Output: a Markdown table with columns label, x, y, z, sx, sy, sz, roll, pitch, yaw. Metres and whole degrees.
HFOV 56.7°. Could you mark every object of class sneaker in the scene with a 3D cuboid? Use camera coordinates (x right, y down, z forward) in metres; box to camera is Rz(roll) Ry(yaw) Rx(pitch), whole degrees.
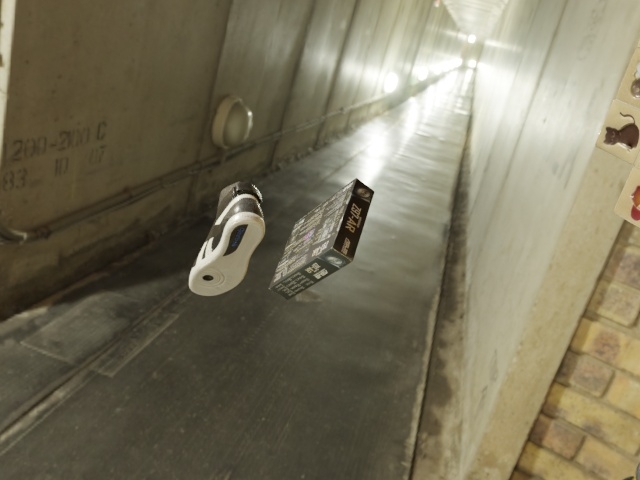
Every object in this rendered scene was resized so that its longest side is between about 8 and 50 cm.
| label | x | y | z | sx | sy | sz | roll | pitch | yaw |
| --- | --- | --- | --- | --- | --- | --- | --- | --- | --- |
| sneaker | -0.150 | -0.008 | 0.972 | 0.079 | 0.217 | 0.121 | 18 | 45 | -26 |

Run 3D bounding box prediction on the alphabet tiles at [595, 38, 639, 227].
| label | x | y | z | sx | sy | sz | roll | pitch | yaw |
| --- | --- | --- | --- | --- | --- | --- | --- | --- | --- |
| alphabet tiles | 0.404 | -0.098 | 0.519 | 0.011 | 0.285 | 0.342 | -4 | 32 | -25 |

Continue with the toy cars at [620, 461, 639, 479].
| label | x | y | z | sx | sy | sz | roll | pitch | yaw |
| --- | --- | --- | --- | --- | --- | --- | --- | --- | --- |
| toy cars | 0.229 | 0.187 | 0.373 | 0.394 | 0.176 | 0.087 | -12 | 42 | -45 |

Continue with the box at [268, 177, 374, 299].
| label | x | y | z | sx | sy | sz | roll | pitch | yaw |
| --- | --- | --- | --- | --- | --- | --- | --- | --- | --- |
| box | 0.000 | 0.000 | 0.430 | 0.018 | 0.083 | 0.067 | 34 | 50 | -19 |
